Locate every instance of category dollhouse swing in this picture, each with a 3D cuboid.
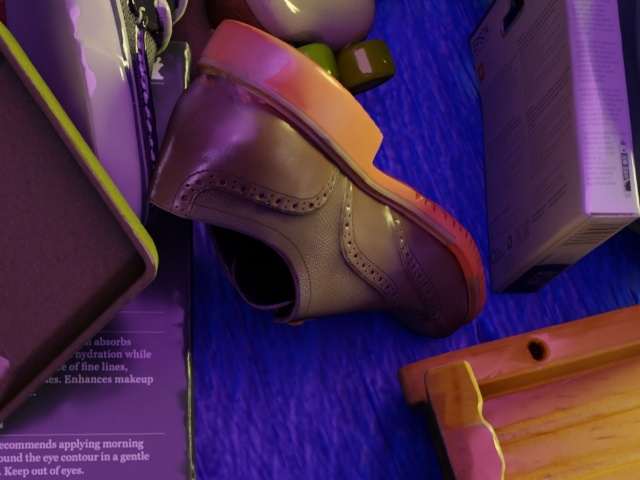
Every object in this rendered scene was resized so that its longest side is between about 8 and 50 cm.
[{"bbox_3d":[0.222,0.209,0.880,0.315,0.305,0.347,-13,76,-13],"label":"dollhouse swing"}]

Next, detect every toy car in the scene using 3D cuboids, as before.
[{"bbox_3d":[-0.065,-0.159,1.018,0.149,0.188,0.155,-15,84,-54],"label":"toy car"}]

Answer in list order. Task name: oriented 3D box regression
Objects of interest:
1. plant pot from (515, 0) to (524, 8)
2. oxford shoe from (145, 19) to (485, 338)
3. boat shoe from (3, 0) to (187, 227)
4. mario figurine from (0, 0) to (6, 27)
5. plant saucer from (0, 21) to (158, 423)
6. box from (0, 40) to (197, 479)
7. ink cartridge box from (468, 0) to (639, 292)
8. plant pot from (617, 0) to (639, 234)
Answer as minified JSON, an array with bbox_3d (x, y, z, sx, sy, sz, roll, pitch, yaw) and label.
[{"bbox_3d":[0.201,-0.292,1.082,0.191,0.191,0.174,-31,76,-16],"label":"plant pot"},{"bbox_3d":[0.000,0.000,0.909,0.130,0.363,0.133,26,79,38],"label":"oxford shoe"},{"bbox_3d":[-0.114,-0.169,0.850,0.158,0.127,0.341,-10,86,-31],"label":"boat shoe"},{"bbox_3d":[-0.228,-0.268,1.006,0.170,0.198,0.321,-4,70,-23],"label":"mario figurine"},{"bbox_3d":[-0.184,-0.012,0.778,0.188,0.188,0.045,55,33,8],"label":"plant saucer"},{"bbox_3d":[-0.259,0.036,0.914,0.343,0.179,0.313,1,74,-9],"label":"box"},{"bbox_3d":[0.168,-0.093,1.000,0.045,0.223,0.224,-1,75,-10],"label":"ink cartridge box"},{"bbox_3d":[0.316,-0.103,1.027,0.293,0.196,0.293,6,75,-21],"label":"plant pot"}]
